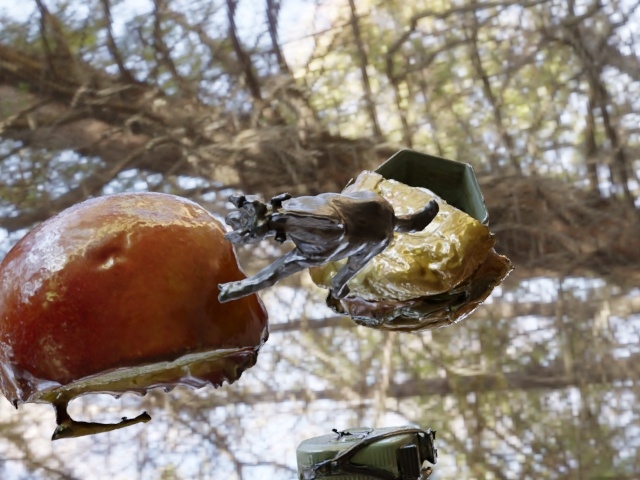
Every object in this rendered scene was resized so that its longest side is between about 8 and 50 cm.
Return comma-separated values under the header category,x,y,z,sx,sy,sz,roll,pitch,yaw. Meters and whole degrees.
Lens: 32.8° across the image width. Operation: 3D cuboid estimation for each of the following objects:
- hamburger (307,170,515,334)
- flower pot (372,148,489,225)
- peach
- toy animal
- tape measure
category,x,y,z,sx,sy,sz,roll,pitch,yaw
hamburger,0.096,0.036,1.561,0.209,0.330,0.162,-42,-50,-16
flower pot,0.174,-0.021,1.939,0.189,0.239,0.209,92,-165,-58
peach,-0.287,0.092,1.594,0.406,0.335,0.310,-12,-110,-20
toy animal,0.000,0.000,0.961,0.232,0.148,0.084,1,-104,-41
tape measure,0.079,0.360,1.801,0.207,0.235,0.115,38,-135,-83
